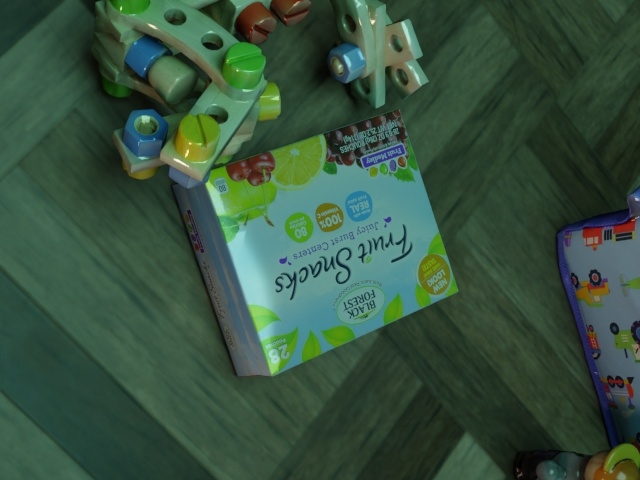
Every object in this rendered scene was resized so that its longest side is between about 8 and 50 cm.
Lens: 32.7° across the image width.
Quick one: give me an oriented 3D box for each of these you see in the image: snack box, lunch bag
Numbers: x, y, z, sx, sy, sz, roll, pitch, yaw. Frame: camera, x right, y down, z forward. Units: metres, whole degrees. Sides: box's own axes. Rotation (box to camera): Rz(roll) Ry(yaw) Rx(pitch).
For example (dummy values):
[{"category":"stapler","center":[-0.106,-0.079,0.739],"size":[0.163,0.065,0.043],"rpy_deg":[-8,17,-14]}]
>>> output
[{"category":"snack box","center":[0.000,0.000,0.936],"size":[0.207,0.070,0.175],"rpy_deg":[-20,94,-30]},{"category":"lunch bag","center":[0.354,0.083,1.051],"size":[0.138,0.221,0.293],"rpy_deg":[-32,101,-30]}]

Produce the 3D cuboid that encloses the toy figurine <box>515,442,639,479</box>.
[{"category":"toy figurine","center":[0.235,0.307,0.996],"size":[0.213,0.148,0.210],"rpy_deg":[-35,102,-29]}]

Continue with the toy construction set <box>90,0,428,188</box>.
[{"category":"toy construction set","center":[-0.046,-0.169,0.876],"size":[0.327,0.151,0.215],"rpy_deg":[-25,66,-43]}]
